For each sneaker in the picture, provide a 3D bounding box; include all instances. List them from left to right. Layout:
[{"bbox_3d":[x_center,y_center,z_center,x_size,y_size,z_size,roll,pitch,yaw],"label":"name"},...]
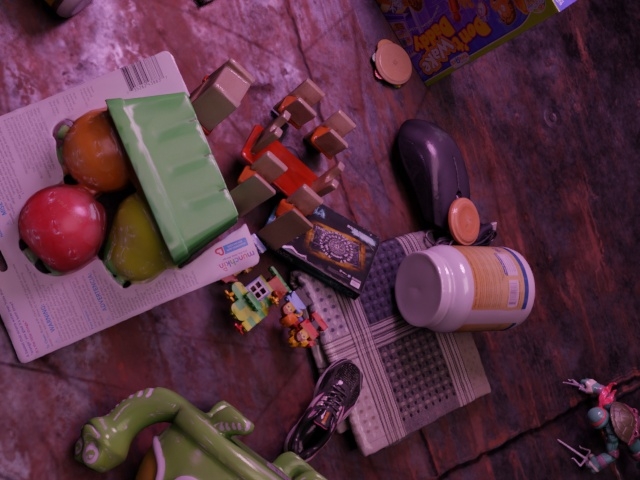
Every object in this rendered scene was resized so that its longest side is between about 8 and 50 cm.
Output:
[{"bbox_3d":[0.011,0.263,1.341,0.072,0.077,0.178,29,82,0],"label":"sneaker"}]

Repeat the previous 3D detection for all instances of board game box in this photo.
[{"bbox_3d":[0.000,0.000,1.424,0.186,0.026,0.126,31,50,-8],"label":"board game box"},{"bbox_3d":[0.250,-0.436,1.519,0.078,0.347,0.233,-36,98,-31],"label":"board game box"}]

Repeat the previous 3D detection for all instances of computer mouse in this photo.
[{"bbox_3d":[0.228,-0.100,1.575,0.188,0.072,0.272,-21,87,-46],"label":"computer mouse"}]

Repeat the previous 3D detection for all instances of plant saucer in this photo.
[{"bbox_3d":[0.252,-0.033,1.538,0.083,0.013,0.083,7,80,-43],"label":"plant saucer"}]

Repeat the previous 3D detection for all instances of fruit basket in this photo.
[{"bbox_3d":[-0.305,-0.048,1.222,0.353,0.165,0.327,-24,89,-2],"label":"fruit basket"}]

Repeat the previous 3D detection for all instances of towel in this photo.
[{"bbox_3d":[0.121,0.165,1.489,0.312,0.056,0.324,-17,86,-35],"label":"towel"}]

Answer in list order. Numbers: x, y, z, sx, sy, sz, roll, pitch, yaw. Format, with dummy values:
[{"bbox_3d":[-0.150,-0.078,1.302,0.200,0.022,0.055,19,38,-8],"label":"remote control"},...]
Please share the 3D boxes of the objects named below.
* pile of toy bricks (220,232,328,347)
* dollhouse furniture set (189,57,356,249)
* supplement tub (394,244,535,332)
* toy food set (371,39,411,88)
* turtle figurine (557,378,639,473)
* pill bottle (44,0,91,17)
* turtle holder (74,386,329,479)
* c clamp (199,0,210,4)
[{"bbox_3d":[-0.094,0.095,1.333,0.105,0.118,0.212,-39,95,-21],"label":"pile of toy bricks"},{"bbox_3d":[-0.095,-0.145,1.373,0.259,0.135,0.262,42,42,-19],"label":"dollhouse furniture set"},{"bbox_3d":[0.238,0.080,1.466,0.200,0.144,0.144,2,78,-33],"label":"supplement tub"},{"bbox_3d":[0.130,-0.321,1.615,0.083,0.020,0.082,32,65,-21],"label":"toy food set"},{"bbox_3d":[0.544,0.352,1.655,0.234,0.118,0.175,27,66,-29],"label":"turtle figurine"},{"bbox_3d":[-0.403,-0.435,1.268,0.215,0.117,0.117,47,60,-13],"label":"pill bottle"},{"bbox_3d":[-0.153,0.336,1.170,0.320,0.243,0.227,42,78,-26],"label":"turtle holder"},{"bbox_3d":[-0.227,-0.435,1.433,0.161,0.022,0.137,24,62,-22],"label":"c clamp"}]
